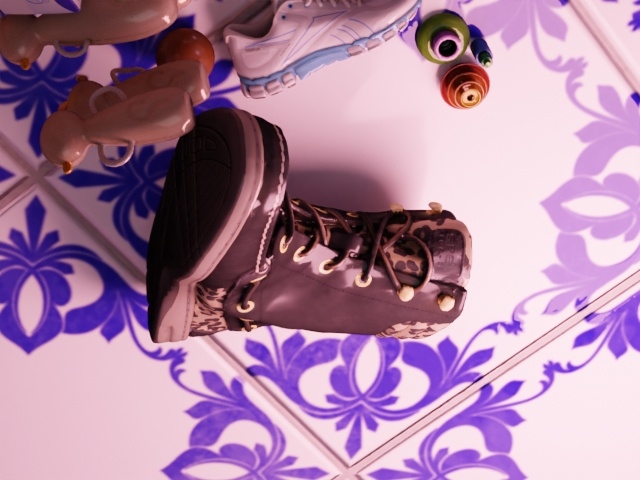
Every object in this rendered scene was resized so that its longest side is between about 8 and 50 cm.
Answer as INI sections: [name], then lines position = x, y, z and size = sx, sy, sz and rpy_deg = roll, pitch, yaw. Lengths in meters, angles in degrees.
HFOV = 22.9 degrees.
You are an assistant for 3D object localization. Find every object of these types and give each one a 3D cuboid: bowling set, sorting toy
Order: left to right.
[bowling set]
position = -0.181, -0.160, 1.364
size = 0.154, 0.287, 0.200
rpy_deg = -14, 156, 7
[sorting toy]
position = 0.133, -0.164, 1.483
size = 0.061, 0.042, 0.102
rpy_deg = -26, 121, 7

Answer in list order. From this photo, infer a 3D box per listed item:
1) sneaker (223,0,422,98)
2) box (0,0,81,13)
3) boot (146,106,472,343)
[sneaker]
position = -0.001, -0.201, 1.426
size = 0.191, 0.071, 0.083
rpy_deg = -25, 116, 6
[box]
position = -0.235, -0.265, 1.243
size = 0.072, 0.137, 0.126
rpy_deg = -1, 162, 13
[boot]
position = 0.000, 0.000, 1.442
size = 0.284, 0.138, 0.377
rpy_deg = 3, 153, -15
